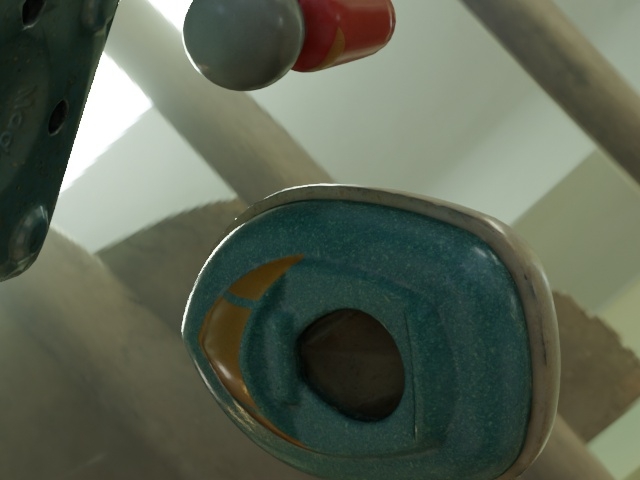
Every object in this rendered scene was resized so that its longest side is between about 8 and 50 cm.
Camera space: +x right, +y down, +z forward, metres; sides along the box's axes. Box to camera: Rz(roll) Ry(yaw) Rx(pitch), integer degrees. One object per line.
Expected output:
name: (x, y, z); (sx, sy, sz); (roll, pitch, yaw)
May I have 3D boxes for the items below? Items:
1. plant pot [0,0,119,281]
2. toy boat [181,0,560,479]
plant pot: (-0.226, -0.087, 0.474); (0.247, 0.252, 0.248); (-31, -37, -73)
toy boat: (0.000, 0.000, 0.728); (0.267, 0.318, 0.148); (-2, 10, 40)
